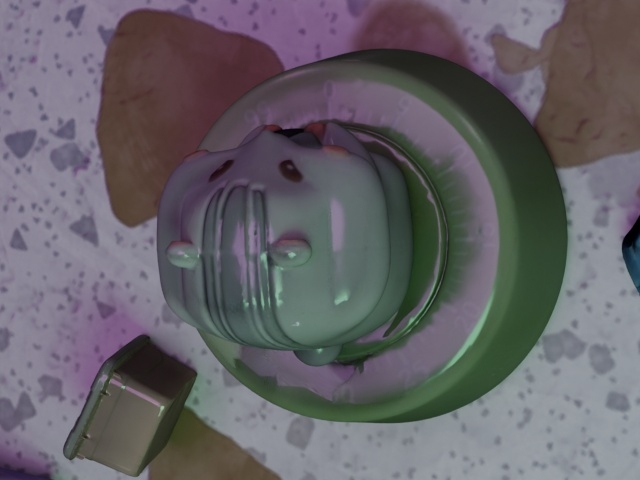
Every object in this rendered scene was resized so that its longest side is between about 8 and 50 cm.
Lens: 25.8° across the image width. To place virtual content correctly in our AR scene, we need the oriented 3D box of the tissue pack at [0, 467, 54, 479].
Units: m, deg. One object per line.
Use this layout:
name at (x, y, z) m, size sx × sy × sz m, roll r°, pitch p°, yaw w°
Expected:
tissue pack at (-0.414, 0.287, 1.152) m, size 0.338 × 0.160 × 0.242 m, roll 11°, pitch 99°, yaw 6°

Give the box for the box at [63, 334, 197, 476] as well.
box at (-0.147, 0.133, 1.112) m, size 0.062 × 0.122 × 0.089 m, roll 26°, pitch 100°, yaw 3°

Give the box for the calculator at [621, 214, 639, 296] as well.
calculator at (0.338, -0.046, 0.970) m, size 0.173 × 0.051 × 0.293 m, roll 36°, pitch 102°, yaw 15°

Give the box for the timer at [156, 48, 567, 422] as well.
timer at (0.000, 0.000, 0.950) m, size 0.291 × 0.315 × 0.290 m, roll 0°, pitch 91°, yaw 19°
